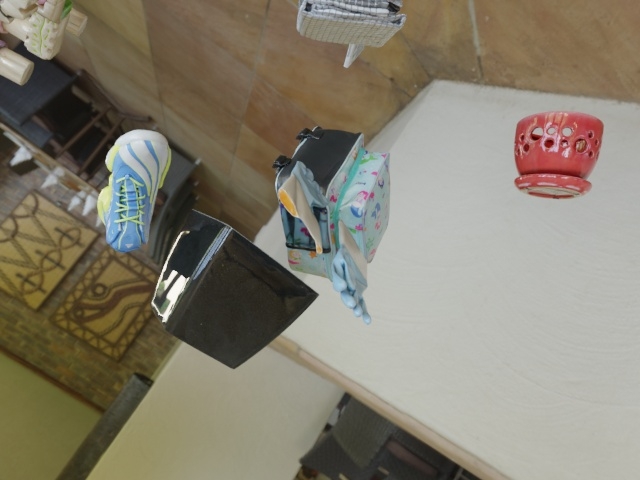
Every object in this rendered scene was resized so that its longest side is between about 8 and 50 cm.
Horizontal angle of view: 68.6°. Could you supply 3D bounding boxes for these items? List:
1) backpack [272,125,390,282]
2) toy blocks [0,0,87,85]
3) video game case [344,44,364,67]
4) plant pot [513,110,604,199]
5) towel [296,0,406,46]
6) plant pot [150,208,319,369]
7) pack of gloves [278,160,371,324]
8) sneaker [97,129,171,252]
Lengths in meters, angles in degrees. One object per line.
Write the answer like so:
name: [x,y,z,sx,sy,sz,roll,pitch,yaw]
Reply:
backpack: [0.026,-0.052,0.860,0.191,0.225,0.253,16,137,13]
toy blocks: [-0.499,-0.437,0.686,0.260,0.309,0.288,28,130,-22]
video game case: [0.157,-0.813,1.890,0.022,0.190,0.173,26,142,6]
plant pot: [0.559,-0.195,1.126,0.191,0.174,0.191,10,178,0]
towel: [0.078,-0.639,1.306,0.283,0.121,0.235,3,-171,-7]
plant pot: [-0.150,0.082,0.725,0.188,0.167,0.187,39,170,-30]
pack of gloves: [0.000,0.000,0.607,0.195,0.046,0.232,59,-168,-14]
sneaker: [-0.283,-0.060,0.730,0.091,0.126,0.240,-4,155,-34]
